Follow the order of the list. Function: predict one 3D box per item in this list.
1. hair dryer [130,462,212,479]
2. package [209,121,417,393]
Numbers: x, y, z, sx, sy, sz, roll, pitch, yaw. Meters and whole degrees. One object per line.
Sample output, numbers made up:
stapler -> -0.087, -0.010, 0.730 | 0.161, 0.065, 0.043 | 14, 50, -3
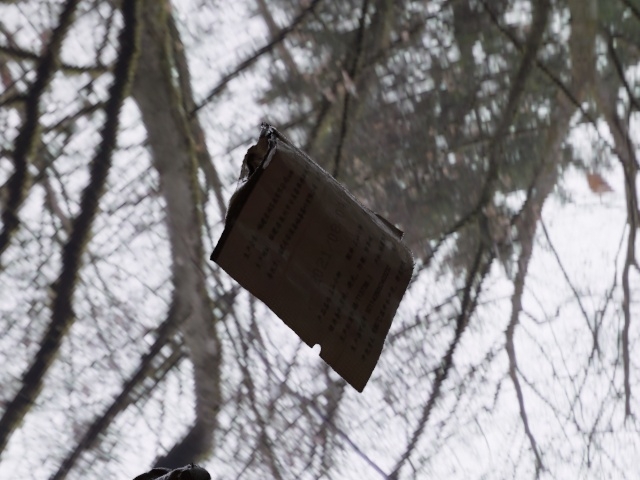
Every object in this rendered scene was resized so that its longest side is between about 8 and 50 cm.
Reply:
hair dryer -> -0.100, 0.144, 0.608 | 0.114, 0.248, 0.070 | -18, -110, -42
package -> 0.000, 0.000, 1.267 | 0.062, 0.204, 0.251 | -40, -160, 31
